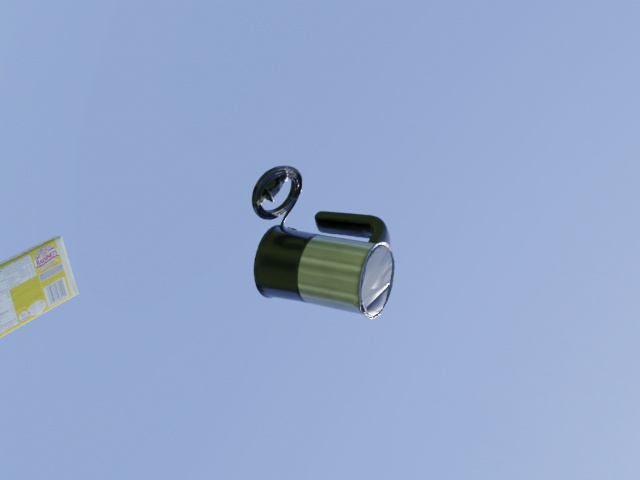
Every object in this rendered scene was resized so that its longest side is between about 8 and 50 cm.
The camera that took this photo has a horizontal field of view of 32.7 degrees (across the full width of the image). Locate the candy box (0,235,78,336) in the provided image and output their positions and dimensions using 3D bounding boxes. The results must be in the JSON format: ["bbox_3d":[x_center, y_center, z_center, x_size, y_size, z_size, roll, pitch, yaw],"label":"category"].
[{"bbox_3d":[-0.474,0.075,1.735,0.027,0.206,0.105,-6,-74,33],"label":"candy box"}]

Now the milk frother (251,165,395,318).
[{"bbox_3d":[0.000,0.000,1.174,0.134,0.143,0.129,9,-114,28],"label":"milk frother"}]
